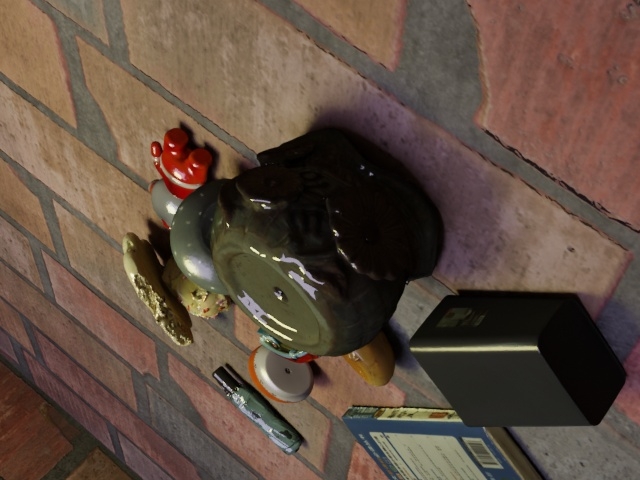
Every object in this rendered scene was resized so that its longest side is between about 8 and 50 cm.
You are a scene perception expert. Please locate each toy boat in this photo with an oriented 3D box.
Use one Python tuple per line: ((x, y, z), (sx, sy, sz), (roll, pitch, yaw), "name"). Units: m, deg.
((-0.053, 0.174, 1.868), (0.173, 0.069, 0.058), (13, 148, 54), "toy boat")

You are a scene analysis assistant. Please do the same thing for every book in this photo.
((0.234, 0.408, 1.820), (0.300, 0.039, 0.428), (53, 153, -14), "book")

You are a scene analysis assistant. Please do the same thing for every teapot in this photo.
((-0.151, 0.012, 1.687), (0.183, 0.183, 0.251), (44, 164, 3), "teapot")

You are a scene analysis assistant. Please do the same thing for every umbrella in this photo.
((-0.138, 0.368, 2.280), (0.250, 0.052, 0.053), (45, 154, -1), "umbrella")

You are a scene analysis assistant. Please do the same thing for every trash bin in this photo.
((0.254, 0.158, 1.362), (0.165, 0.115, 0.225), (54, 151, -18), "trash bin")

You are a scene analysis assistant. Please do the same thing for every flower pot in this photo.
((0.000, 0.000, 1.389), (0.302, 0.213, 0.301), (34, 151, 21), "flower pot")

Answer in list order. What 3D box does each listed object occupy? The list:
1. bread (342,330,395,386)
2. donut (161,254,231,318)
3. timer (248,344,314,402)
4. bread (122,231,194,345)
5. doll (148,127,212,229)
((0.057, 0.154, 1.679), (0.189, 0.077, 0.114), (53, 172, -17), "bread")
((-0.237, 0.102, 2.032), (0.166, 0.065, 0.108), (25, 148, 41), "donut")
((-0.078, 0.250, 1.988), (0.136, 0.099, 0.136), (48, 162, 21), "timer")
((-0.323, 0.091, 2.069), (0.250, 0.039, 0.181), (61, -176, -35), "bread")
((-0.233, -0.086, 1.759), (0.142, 0.076, 0.245), (40, 149, 13), "doll")
